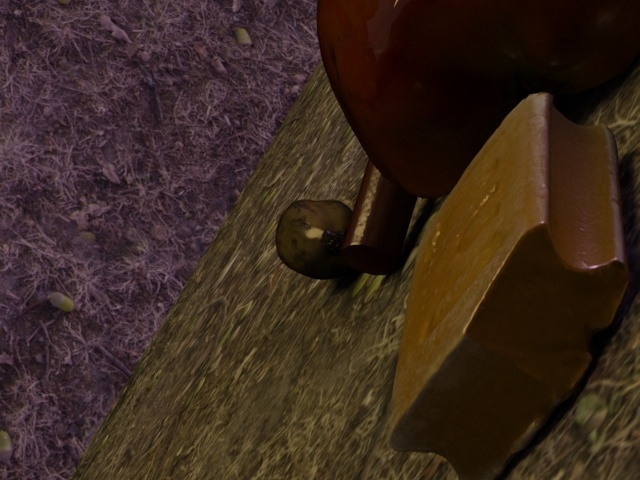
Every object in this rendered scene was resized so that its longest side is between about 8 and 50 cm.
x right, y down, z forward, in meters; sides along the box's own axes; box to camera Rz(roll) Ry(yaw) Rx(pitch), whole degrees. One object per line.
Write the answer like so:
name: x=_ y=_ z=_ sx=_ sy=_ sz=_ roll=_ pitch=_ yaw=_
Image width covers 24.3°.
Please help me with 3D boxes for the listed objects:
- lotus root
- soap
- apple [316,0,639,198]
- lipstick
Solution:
lotus root: x=0.000 y=0.000 z=1.525 sx=0.179 sy=0.089 sz=0.080 roll=-133 pitch=40 yaw=-78
soap: x=0.108 y=0.021 z=0.847 sx=0.140 sy=0.073 sz=0.232 roll=-57 pitch=8 yaw=28
apple: x=0.145 y=-0.201 z=1.179 sx=0.365 sy=0.295 sz=0.329 roll=-79 pitch=-6 yaw=-58
lipstick: x=0.090 y=-0.132 z=1.398 sx=0.057 sy=0.057 sz=0.357 roll=-43 pitch=25 yaw=59
